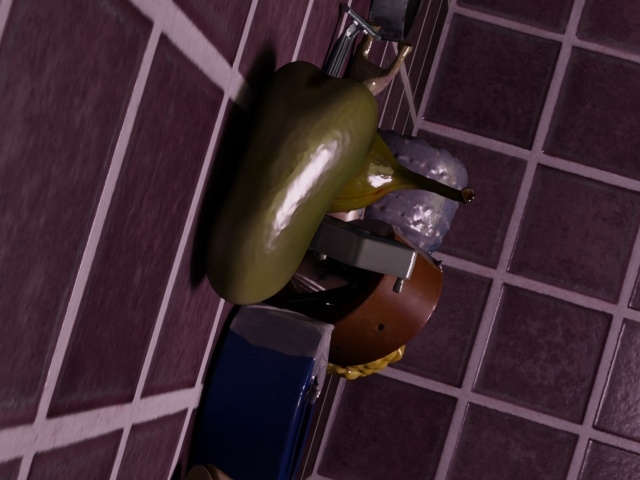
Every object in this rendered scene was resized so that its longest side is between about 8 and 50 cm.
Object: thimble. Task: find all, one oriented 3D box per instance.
[{"bbox_3d":[0.106,-0.066,2.358,0.236,0.205,0.172,1,-113,66],"label":"thimble"}]

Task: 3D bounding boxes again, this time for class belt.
[{"bbox_3d":[-0.075,0.230,1.841,0.212,0.117,0.347,-64,169,-49],"label":"belt"},{"bbox_3d":[0.042,0.063,1.932,0.261,0.105,0.184,-14,-135,55],"label":"belt"}]

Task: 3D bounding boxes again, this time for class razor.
[{"bbox_3d":[0.015,-0.198,1.901,0.068,0.037,0.191,35,68,-38],"label":"razor"}]

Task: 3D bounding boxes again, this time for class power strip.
[{"bbox_3d":[0.000,0.000,1.798,0.215,0.145,0.061,20,-86,61],"label":"power strip"}]

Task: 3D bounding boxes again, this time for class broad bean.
[{"bbox_3d":[-0.029,-0.057,1.492,0.189,0.121,0.263,80,29,-68],"label":"broad bean"}]

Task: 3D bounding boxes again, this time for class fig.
[{"bbox_3d":[0.072,-0.082,1.795,0.124,0.236,0.124,11,90,-75],"label":"fig"}]

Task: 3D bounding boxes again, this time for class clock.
[{"bbox_3d":[0.137,-0.432,2.297,0.280,0.055,0.281,16,90,-83],"label":"clock"}]

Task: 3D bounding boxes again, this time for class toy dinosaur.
[{"bbox_3d":[0.059,-0.202,2.153,0.251,0.072,0.200,-84,-162,-67],"label":"toy dinosaur"}]

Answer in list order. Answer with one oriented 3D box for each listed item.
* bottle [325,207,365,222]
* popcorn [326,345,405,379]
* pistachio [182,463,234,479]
[{"bbox_3d":[0.025,-0.083,2.031,0.099,0.098,0.152,-47,151,-77],"label":"bottle"},{"bbox_3d":[0.047,0.080,2.169,0.200,0.226,0.203,-21,-140,39],"label":"popcorn"},{"bbox_3d":[-0.127,0.336,1.714,0.126,0.108,0.186,-130,-138,-51],"label":"pistachio"}]
